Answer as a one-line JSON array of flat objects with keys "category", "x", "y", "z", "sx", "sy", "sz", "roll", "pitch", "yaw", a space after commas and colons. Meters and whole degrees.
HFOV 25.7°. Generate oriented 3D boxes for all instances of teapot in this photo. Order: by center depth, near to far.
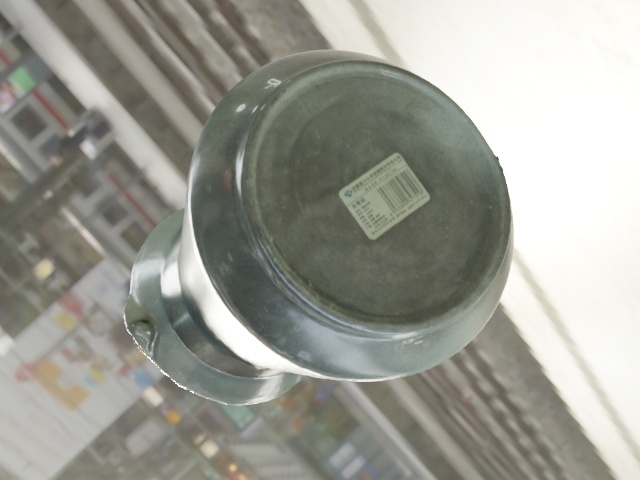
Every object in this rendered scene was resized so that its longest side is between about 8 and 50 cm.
[{"category": "teapot", "x": 0.000, "y": 0.000, "z": 0.770, "sx": 0.171, "sy": 0.203, "sz": 0.225, "roll": 60, "pitch": 153, "yaw": 3}]
